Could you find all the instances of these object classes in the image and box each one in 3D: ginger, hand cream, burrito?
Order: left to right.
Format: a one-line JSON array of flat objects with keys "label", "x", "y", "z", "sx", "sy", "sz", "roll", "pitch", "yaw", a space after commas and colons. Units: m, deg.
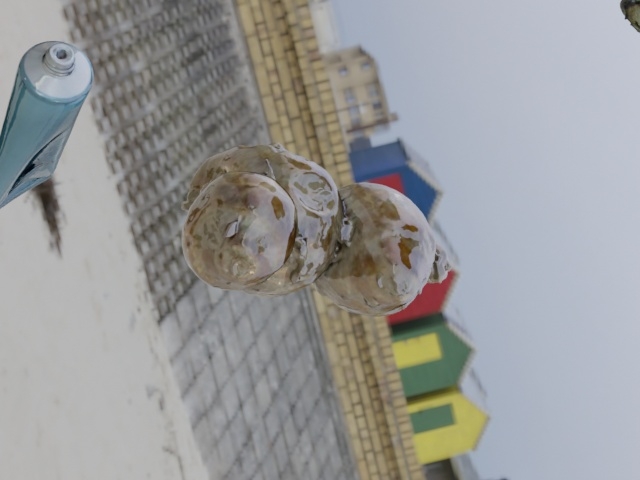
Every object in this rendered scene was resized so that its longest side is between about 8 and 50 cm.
[{"label": "hand cream", "x": -0.211, "y": -0.076, "z": 0.755, "sx": 0.048, "sy": 0.083, "sz": 0.224, "roll": 47, "pitch": -33, "yaw": 1}, {"label": "ginger", "x": 0.000, "y": 0.000, "z": 1.183, "sx": 0.256, "sy": 0.375, "sz": 0.176, "roll": 37, "pitch": -71, "yaw": 57}, {"label": "burrito", "x": 0.340, "y": -0.219, "z": 0.987, "sx": 0.074, "sy": 0.118, "sz": 0.044, "roll": 40, "pitch": -53, "yaw": 24}]
